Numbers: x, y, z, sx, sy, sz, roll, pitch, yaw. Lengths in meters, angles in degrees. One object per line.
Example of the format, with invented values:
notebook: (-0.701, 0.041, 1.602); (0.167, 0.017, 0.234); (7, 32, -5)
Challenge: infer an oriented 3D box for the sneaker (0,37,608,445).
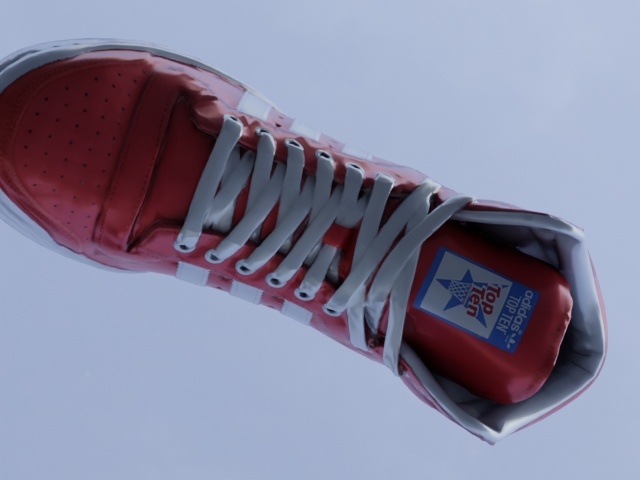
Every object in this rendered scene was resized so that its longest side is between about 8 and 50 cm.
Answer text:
sneaker: (0.000, 0.000, 0.329); (0.118, 0.067, 0.042); (20, -86, -37)
